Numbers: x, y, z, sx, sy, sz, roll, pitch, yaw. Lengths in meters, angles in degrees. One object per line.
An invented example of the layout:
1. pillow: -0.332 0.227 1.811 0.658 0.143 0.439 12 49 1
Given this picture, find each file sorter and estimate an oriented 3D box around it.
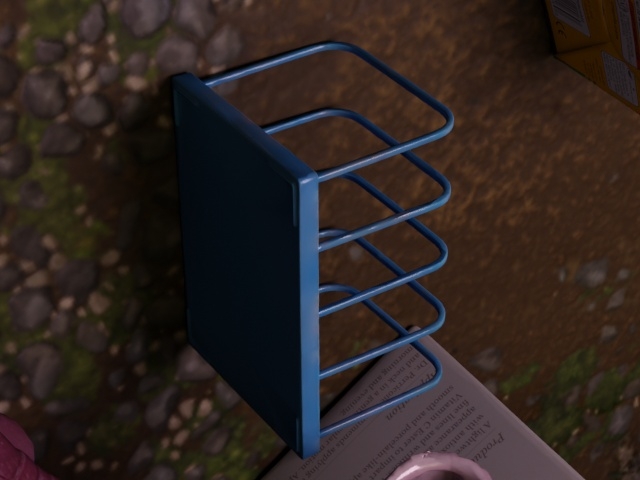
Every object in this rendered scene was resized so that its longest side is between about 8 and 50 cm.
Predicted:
1. file sorter: 0.000 0.000 0.864 0.104 0.118 0.170 -20 129 -27

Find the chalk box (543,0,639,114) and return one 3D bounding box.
1. chalk box: 0.237 -0.172 0.901 0.213 0.132 0.132 -33 133 -13

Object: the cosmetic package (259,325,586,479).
1. cosmetic package: 0.088 0.182 1.002 0.151 0.184 0.151 -45 134 -1

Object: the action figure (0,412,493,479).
1. action figure: -0.138 0.158 0.754 0.370 0.248 0.276 37 119 -15
